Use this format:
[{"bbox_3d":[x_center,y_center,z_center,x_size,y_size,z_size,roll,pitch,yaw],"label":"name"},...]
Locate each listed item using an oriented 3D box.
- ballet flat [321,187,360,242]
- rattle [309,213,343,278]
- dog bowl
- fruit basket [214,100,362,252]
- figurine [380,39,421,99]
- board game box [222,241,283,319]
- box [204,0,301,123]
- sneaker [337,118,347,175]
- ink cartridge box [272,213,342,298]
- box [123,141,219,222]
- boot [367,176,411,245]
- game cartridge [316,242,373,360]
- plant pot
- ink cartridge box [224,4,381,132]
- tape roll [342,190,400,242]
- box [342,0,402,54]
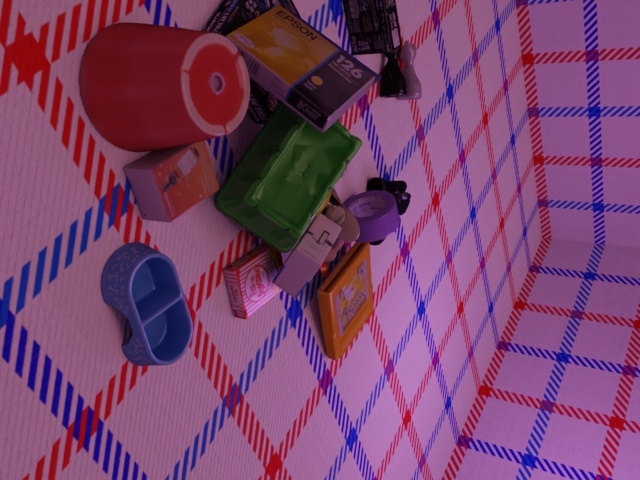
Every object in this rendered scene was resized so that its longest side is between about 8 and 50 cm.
[{"bbox_3d":[0.033,-0.088,1.841,0.086,0.248,0.086,-16,133,-17],"label":"ballet flat"},{"bbox_3d":[0.000,0.000,1.963,0.130,0.143,0.200,-21,135,-18],"label":"rattle"},{"bbox_3d":[-0.373,0.149,1.389,0.166,0.074,0.297,-39,127,-46],"label":"dog bowl"},{"bbox_3d":[-0.075,-0.165,1.649,0.283,0.392,0.392,36,62,-16],"label":"fruit basket"},{"bbox_3d":[0.291,-0.615,2.241,0.214,0.092,0.210,-12,102,-56],"label":"figurine"},{"bbox_3d":[-0.173,0.103,1.705,0.193,0.045,0.147,-38,125,-47],"label":"board game box"},{"bbox_3d":[-0.147,-0.504,1.607,0.295,0.073,0.293,54,53,-46],"label":"box"},{"bbox_3d":[0.018,-0.349,1.820,0.366,0.137,0.210,71,28,-54],"label":"sneaker"},{"bbox_3d":[-0.034,0.039,1.733,0.148,0.085,0.203,-55,-177,35],"label":"ink cartridge box"},{"bbox_3d":[-0.325,-0.137,1.391,0.170,0.091,0.130,-45,131,-44],"label":"box"},{"bbox_3d":[0.247,-0.102,2.254,0.207,0.094,0.247,4,87,-53],"label":"boot"},{"bbox_3d":[0.093,0.202,2.079,0.285,0.052,0.324,-49,142,-40],"label":"game cartridge"},{"bbox_3d":[-0.294,-0.310,1.268,0.275,0.243,0.275,-14,107,-55],"label":"plant pot"},{"bbox_3d":[-0.028,-0.435,1.501,0.307,0.303,0.072,-49,175,-38],"label":"ink cartridge box"},{"bbox_3d":[0.160,-0.080,2.043,0.189,0.188,0.080,-49,135,-40],"label":"tape roll"},{"bbox_3d":[0.164,-0.685,1.974,0.077,0.147,0.180,-45,130,-43],"label":"box"}]
